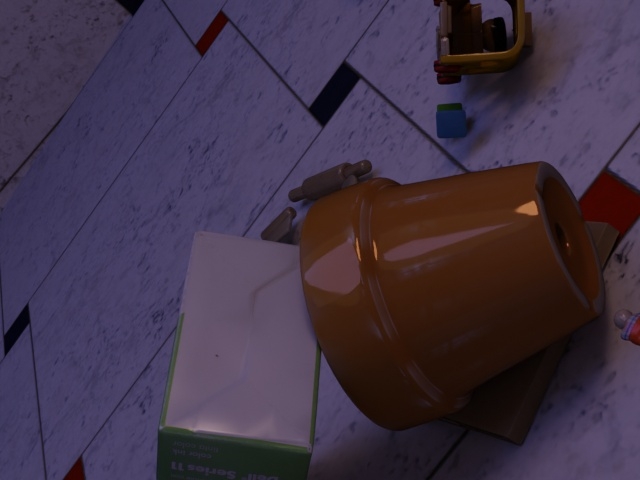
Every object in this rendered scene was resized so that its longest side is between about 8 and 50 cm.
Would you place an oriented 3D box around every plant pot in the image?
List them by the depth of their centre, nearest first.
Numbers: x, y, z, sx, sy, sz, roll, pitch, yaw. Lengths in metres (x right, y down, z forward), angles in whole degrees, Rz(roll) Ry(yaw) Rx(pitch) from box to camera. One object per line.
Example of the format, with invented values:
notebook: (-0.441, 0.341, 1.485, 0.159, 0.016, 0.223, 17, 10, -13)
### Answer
plant pot: (0.116, 0.029, 0.969, 0.188, 0.205, 0.205, -21, 40, 25)

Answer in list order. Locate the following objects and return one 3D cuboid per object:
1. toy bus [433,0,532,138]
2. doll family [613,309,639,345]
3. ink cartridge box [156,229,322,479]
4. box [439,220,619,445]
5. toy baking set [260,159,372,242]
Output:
toy bus: (0.171, -0.221, 1.279, 0.104, 0.191, 0.202, -2, 47, 7)
doll family: (0.314, 0.065, 0.718, 0.263, 0.118, 0.163, -9, 41, 30)
ink cartridge box: (-0.077, 0.188, 1.052, 0.353, 0.119, 0.207, 100, 176, -46)
box: (0.162, 0.071, 1.061, 0.164, 0.021, 0.201, 7, 66, 61)
toy baking set: (0.001, -0.006, 1.434, 0.256, 0.030, 0.197, -24, 44, 50)
